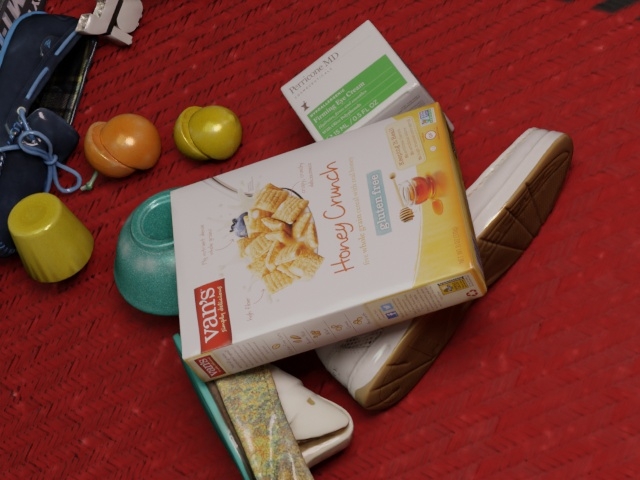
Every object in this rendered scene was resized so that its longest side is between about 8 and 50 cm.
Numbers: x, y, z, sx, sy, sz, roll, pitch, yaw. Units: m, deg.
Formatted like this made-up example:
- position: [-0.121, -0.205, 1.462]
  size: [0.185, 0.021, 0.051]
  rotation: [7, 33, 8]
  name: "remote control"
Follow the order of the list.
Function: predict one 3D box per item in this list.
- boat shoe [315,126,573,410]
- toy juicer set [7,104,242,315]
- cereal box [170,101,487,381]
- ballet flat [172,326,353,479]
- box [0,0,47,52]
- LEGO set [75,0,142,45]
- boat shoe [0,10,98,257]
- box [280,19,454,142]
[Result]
- position: [0.095, 0.006, 1.207]
  size: [0.096, 0.098, 0.277]
  rotation: [39, 89, 29]
  name: "boat shoe"
- position: [-0.104, -0.021, 1.317]
  size: [0.329, 0.089, 0.209]
  rotation: [15, 58, 30]
  name: "toy juicer set"
- position: [0.000, 0.000, 1.163]
  size: [0.240, 0.047, 0.173]
  rotation: [-18, 52, 12]
  name: "cereal box"
- position: [-0.007, 0.199, 1.172]
  size: [0.123, 0.123, 0.349]
  rotation: [-31, 63, 9]
  name: "ballet flat"
- position: [-0.444, -0.202, 1.523]
  size: [0.293, 0.073, 0.296]
  rotation: [11, 74, 25]
  name: "box"
- position: [-0.143, -0.287, 1.433]
  size: [0.087, 0.093, 0.227]
  rotation: [6, 73, 52]
  name: "LEGO set"
- position: [-0.275, -0.109, 1.400]
  size: [0.089, 0.109, 0.258]
  rotation: [2, 73, 19]
  name: "boat shoe"
- position: [0.041, -0.113, 1.273]
  size: [0.101, 0.102, 0.087]
  rotation: [-38, 59, 6]
  name: "box"
